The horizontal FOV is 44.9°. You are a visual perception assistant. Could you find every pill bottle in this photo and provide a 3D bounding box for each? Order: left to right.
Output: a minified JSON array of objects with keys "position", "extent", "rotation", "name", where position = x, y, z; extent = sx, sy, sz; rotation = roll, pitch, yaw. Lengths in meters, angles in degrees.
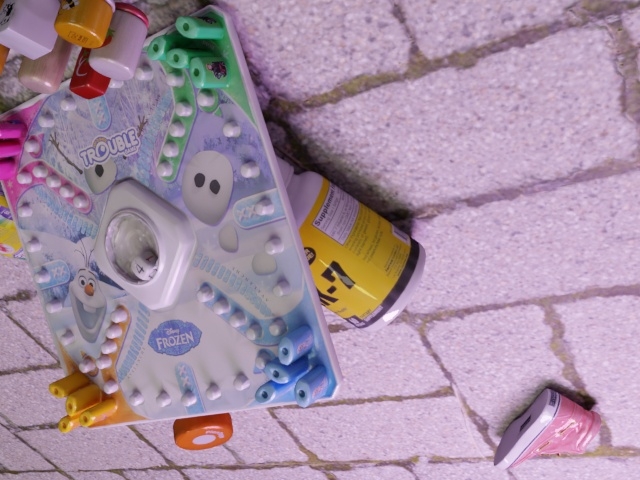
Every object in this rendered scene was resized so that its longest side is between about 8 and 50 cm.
[{"position":[0.000,0.000,0.841],"extent":[0.208,0.119,0.119],"rotation":[33,137,-14],"name":"pill bottle"}]

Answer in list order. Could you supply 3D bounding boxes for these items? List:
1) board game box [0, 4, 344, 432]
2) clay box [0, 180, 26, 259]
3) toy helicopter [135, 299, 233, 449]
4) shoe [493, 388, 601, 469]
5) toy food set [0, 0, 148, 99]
[{"position":[-0.199,0.008,0.820],"extent":[0.389,0.050,0.390],"rotation":[-15,94,34],"name":"board game box"},{"position":[-0.434,-0.045,0.975],"extent":[0.127,0.053,0.222],"rotation":[-23,145,38],"name":"clay box"},{"position":[-0.129,0.137,1.012],"extent":[0.234,0.140,0.355],"rotation":[-17,145,5],"name":"toy helicopter"},{"position":[0.305,0.273,1.054],"extent":[0.081,0.063,0.178],"rotation":[25,134,2],"name":"shoe"},{"position":[-0.228,-0.201,0.698],"extent":[0.111,0.105,0.232],"rotation":[24,163,-39],"name":"toy food set"}]
